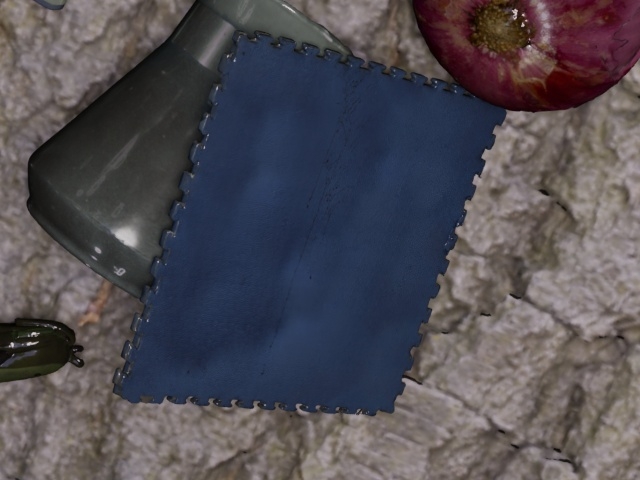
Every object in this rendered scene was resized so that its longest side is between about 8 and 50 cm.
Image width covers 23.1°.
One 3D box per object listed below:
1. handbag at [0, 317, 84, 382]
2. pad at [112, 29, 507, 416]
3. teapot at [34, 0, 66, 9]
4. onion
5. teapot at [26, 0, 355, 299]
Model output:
[{"bbox_3d":[-0.237,0.084,1.196,0.111,0.072,0.047,-7,86,2],"label":"handbag"},{"bbox_3d":[0.000,0.000,1.104,0.269,0.012,0.270,11,104,-41],"label":"pad"},{"bbox_3d":[-0.192,-0.258,1.124,0.108,0.149,0.111,34,63,12],"label":"teapot"},{"bbox_3d":[0.148,-0.176,1.081,0.177,0.153,0.177,2,113,5],"label":"onion"},{"bbox_3d":[-0.075,-0.067,1.117,0.203,0.171,0.225,34,95,-27],"label":"teapot"}]
